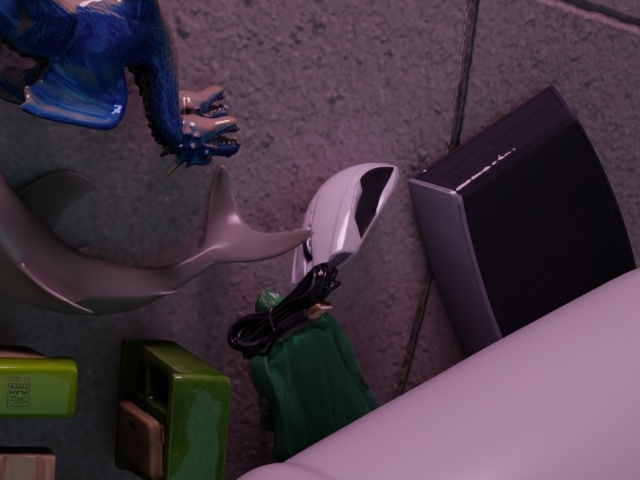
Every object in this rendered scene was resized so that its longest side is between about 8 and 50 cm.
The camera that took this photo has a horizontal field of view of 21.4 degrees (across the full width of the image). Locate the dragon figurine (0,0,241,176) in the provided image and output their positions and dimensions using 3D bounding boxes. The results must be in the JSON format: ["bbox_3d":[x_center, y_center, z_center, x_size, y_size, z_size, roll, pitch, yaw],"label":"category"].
[{"bbox_3d":[-0.170,-0.121,1.117,0.289,0.085,0.144,2,106,-33],"label":"dragon figurine"}]

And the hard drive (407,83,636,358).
[{"bbox_3d":[0.182,0.019,1.404,0.172,0.054,0.255,-33,121,-17],"label":"hard drive"}]

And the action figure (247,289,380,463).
[{"bbox_3d":[-0.004,0.132,1.325,0.137,0.063,0.232,-30,124,-17],"label":"action figure"}]

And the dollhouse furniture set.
[{"bbox_3d":[-0.184,0.225,1.170,0.197,0.151,0.301,3,93,-21],"label":"dollhouse furniture set"}]

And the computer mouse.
[{"bbox_3d":[0.000,0.000,1.246,0.042,0.106,0.193,41,45,-11],"label":"computer mouse"}]

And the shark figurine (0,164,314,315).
[{"bbox_3d":[-0.154,0.020,1.165,0.278,0.116,0.166,13,101,-32],"label":"shark figurine"}]

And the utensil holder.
[{"bbox_3d":[0.165,0.229,1.241,0.385,0.327,0.328,-28,120,-26],"label":"utensil holder"}]
